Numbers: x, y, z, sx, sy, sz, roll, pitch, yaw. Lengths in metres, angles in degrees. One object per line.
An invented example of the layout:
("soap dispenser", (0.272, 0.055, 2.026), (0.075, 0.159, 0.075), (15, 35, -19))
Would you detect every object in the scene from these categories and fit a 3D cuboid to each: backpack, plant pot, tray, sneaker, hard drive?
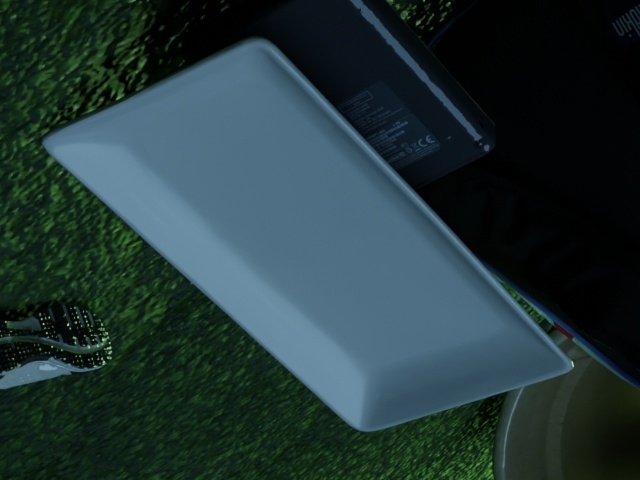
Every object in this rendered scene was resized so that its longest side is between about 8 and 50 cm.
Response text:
("backpack", (0.195, -0.051, 0.989), (0.213, 0.263, 0.276), (-20, 153, -46))
("plant pot", (0.363, 0.175, 1.582), (0.305, 0.334, 0.334), (-19, 153, -53))
("tray", (0.000, 0.000, 0.949), (0.145, 0.030, 0.270), (-21, 130, 32))
("sneaker", (-0.164, 0.061, 1.037), (0.109, 0.040, 0.044), (0, 156, -44))
("hard drive", (0.010, -0.072, 0.915), (0.094, 0.022, 0.135), (-26, 129, 26))
